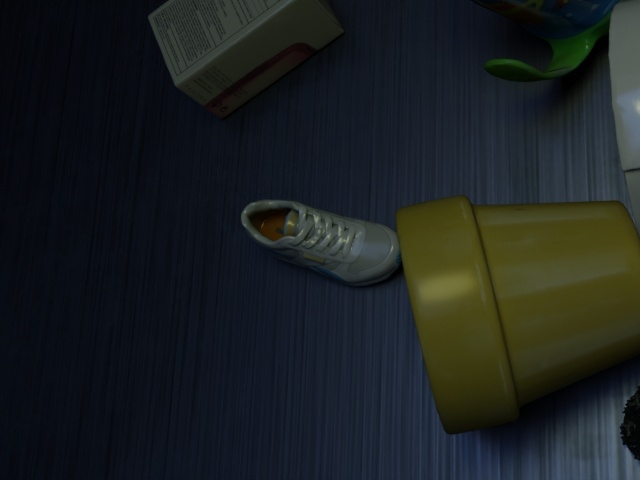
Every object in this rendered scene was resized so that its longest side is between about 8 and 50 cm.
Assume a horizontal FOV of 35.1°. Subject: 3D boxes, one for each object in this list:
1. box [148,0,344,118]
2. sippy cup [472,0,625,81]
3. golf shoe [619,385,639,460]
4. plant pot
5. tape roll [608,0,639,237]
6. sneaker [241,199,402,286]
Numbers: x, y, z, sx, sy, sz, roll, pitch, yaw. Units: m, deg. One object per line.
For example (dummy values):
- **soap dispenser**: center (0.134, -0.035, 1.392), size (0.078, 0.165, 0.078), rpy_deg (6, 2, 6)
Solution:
- **box**: center (-0.109, -0.312, 1.461), size (0.232, 0.127, 0.149), rpy_deg (-32, 60, 15)
- **sippy cup**: center (0.239, -0.361, 1.181), size (0.240, 0.224, 0.306), rpy_deg (-47, 50, 42)
- **golf shoe**: center (0.395, 0.158, 1.054), size (0.198, 0.093, 0.077), rpy_deg (-60, 38, 30)
- **plant pot**: center (0.223, 0.061, 1.095), size (0.238, 0.254, 0.254), rpy_deg (-14, 66, 7)
- **tape roll**: center (0.374, -0.114, 1.033), size (0.100, 0.286, 0.286), rpy_deg (-7, 70, 26)
- **sneaker**: center (0.000, 0.000, 1.313), size (0.228, 0.092, 0.088), rpy_deg (9, 76, 30)
